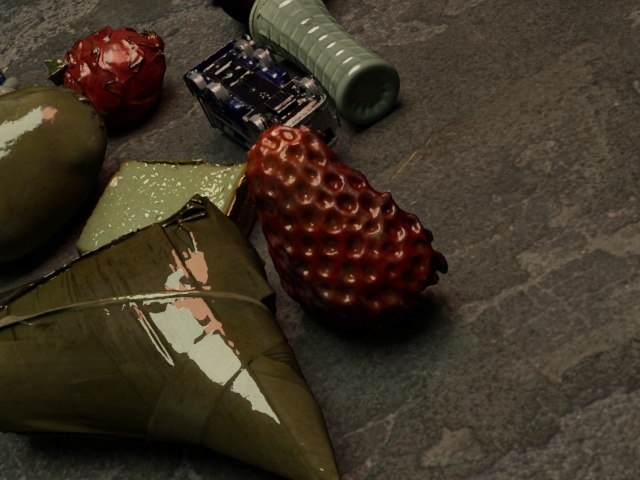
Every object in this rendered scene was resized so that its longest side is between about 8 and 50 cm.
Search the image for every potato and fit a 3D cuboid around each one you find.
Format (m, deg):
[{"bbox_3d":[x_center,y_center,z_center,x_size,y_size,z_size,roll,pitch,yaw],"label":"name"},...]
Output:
[{"bbox_3d":[-0.493,-0.113,1.789,0.326,0.221,0.243,-51,37,-9],"label":"potato"}]

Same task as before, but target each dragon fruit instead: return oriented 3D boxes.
[{"bbox_3d":[-0.365,-0.286,1.944,0.209,0.172,0.172,-17,42,-3],"label":"dragon fruit"}]

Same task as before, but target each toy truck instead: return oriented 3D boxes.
[{"bbox_3d":[-0.085,-0.200,1.729,0.124,0.155,0.268,-39,46,-14],"label":"toy truck"}]

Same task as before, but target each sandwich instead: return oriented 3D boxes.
[{"bbox_3d":[-0.223,-0.025,1.665,0.251,0.087,0.226,0,47,26],"label":"sandwich"}]

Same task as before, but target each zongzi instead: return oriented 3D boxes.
[{"bbox_3d":[-0.262,0.212,1.347,0.500,0.218,0.467,-26,42,1],"label":"zongzi"}]

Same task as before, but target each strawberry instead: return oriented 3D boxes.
[{"bbox_3d":[0.015,0.009,1.385,0.253,0.280,0.150,22,62,29],"label":"strawberry"}]

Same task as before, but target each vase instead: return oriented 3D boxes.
[{"bbox_3d":[0.008,-0.303,1.803,0.143,0.143,0.299,-32,45,-7],"label":"vase"}]

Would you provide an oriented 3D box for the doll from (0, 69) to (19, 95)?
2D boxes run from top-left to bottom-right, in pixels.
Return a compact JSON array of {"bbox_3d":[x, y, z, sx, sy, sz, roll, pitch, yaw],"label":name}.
[{"bbox_3d":[-0.622,-0.264,2.084,0.138,0.119,0.293,-16,37,-23],"label":"doll"}]

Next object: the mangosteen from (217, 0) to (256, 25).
[{"bbox_3d":[-0.074,-0.486,1.998,0.250,0.211,0.211,8,43,-9],"label":"mangosteen"}]
